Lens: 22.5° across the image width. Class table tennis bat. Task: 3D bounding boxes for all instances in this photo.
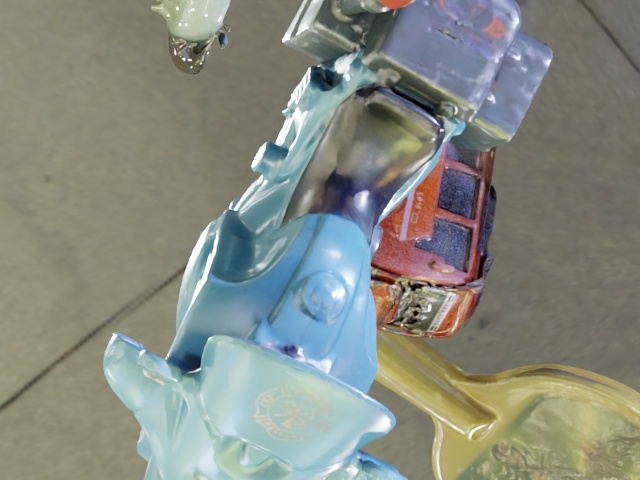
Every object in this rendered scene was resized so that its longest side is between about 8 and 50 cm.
[{"bbox_3d":[0.140,0.144,1.211,0.321,0.050,0.198,35,130,-7],"label":"table tennis bat"}]

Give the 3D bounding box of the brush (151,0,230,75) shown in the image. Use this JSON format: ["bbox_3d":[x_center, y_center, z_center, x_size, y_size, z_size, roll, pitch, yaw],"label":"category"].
[{"bbox_3d":[-0.010,-0.166,0.326,0.060,0.068,0.297,13,125,-15],"label":"brush"}]

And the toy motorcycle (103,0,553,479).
[{"bbox_3d":[0.000,0.000,0.643,0.123,0.182,0.272,28,85,-14],"label":"toy motorcycle"}]

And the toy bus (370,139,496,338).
[{"bbox_3d":[0.063,-0.045,0.990,0.096,0.073,0.235,15,50,-5],"label":"toy bus"}]
